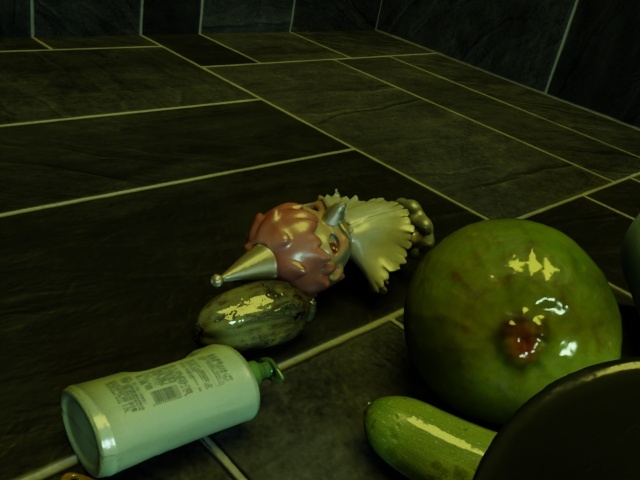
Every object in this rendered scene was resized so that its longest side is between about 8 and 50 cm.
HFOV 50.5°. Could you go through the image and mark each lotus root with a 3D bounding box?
[{"bbox_3d":[-0.088,0.100,0.903,0.179,0.089,0.080,-8,27,-29],"label":"lotus root"}]

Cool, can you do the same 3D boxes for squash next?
[{"bbox_3d":[0.129,0.233,0.748,0.188,0.095,0.095,18,29,23],"label":"squash"}]

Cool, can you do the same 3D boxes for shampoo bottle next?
[{"bbox_3d":[-0.149,0.173,0.746,0.234,0.087,0.118,-12,19,-37],"label":"shampoo bottle"}]

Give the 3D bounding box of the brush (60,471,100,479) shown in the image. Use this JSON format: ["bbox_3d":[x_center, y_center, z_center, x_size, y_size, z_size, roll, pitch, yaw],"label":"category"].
[{"bbox_3d":[-0.177,0.257,0.665,0.170,0.014,0.043,14,27,8],"label":"brush"}]

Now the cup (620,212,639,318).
[{"bbox_3d":[0.617,0.121,1.013,0.257,0.331,0.311,-16,22,22],"label":"cup"}]

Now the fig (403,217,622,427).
[{"bbox_3d":[0.232,0.094,0.887,0.258,0.258,0.326,10,11,-2],"label":"fig"}]

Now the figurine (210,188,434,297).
[{"bbox_3d":[0.000,0.000,1.033,0.387,0.166,0.207,-7,54,-35],"label":"figurine"}]

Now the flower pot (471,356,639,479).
[{"bbox_3d":[0.275,0.243,0.433,0.379,0.251,0.379,-2,71,6],"label":"flower pot"}]
